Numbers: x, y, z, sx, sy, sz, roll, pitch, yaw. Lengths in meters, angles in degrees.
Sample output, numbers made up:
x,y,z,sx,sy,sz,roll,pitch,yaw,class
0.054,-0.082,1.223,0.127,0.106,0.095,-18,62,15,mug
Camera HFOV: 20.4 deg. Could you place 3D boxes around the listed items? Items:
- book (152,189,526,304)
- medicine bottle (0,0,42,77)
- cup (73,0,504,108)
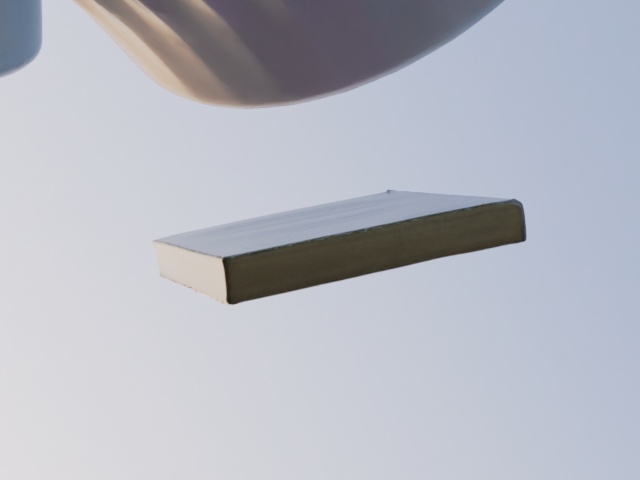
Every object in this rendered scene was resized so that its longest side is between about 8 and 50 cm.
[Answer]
x,y,z,sx,sy,sz,roll,pitch,yaw,class
0.000,0.000,0.978,0.231,0.161,0.026,-167,-114,-76,book
-0.347,-0.330,1.506,0.211,0.211,0.371,19,-61,38,medicine bottle
-0.067,-0.239,0.567,0.253,0.253,0.371,14,-30,40,cup
